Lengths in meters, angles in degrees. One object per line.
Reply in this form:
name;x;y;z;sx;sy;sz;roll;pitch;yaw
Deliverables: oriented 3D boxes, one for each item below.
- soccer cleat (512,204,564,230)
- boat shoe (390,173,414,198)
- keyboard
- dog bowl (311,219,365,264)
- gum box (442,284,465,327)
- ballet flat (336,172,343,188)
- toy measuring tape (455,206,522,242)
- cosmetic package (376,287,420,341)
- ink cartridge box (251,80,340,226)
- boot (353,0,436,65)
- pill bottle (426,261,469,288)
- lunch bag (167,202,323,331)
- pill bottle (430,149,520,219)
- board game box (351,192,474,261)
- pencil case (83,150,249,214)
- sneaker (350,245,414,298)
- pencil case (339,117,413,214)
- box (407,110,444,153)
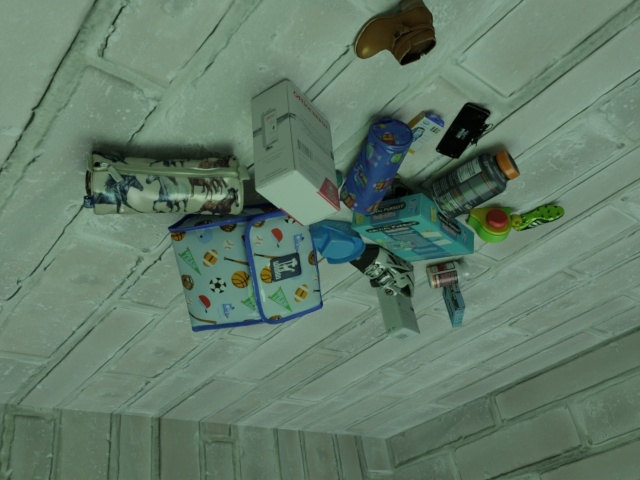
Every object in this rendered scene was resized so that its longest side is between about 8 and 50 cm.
soccer cleat;0.754;-0.076;2.114;0.178;0.060;0.072;-18;156;24
boat shoe;0.248;-0.146;1.869;0.056;0.049;0.152;-26;144;22
keyboard;0.405;-0.304;1.702;0.100;0.038;0.192;22;141;-6
dog bowl;0.000;0.000;2.002;0.297;0.074;0.166;5;144;-21
gum box;0.529;0.237;2.428;0.041;0.157;0.184;-12;146;1
ballet flat;-0.029;-0.157;1.770;0.188;0.070;0.070;-2;146;-6
toy measuring tape;0.520;-0.043;2.042;0.330;0.121;0.121;-6;147;-7
cosmetic package;0.293;0.259;2.328;0.085;0.231;0.117;-32;142;30
ink cartridge box;-0.060;-0.209;1.479;0.117;0.283;0.207;-22;145;24
boot;0.158;-0.427;1.325;0.073;0.152;0.197;22;135;-40
pill bottle;0.484;0.128;2.315;0.152;0.086;0.086;-12;147;4
lunch bag;-0.200;0.067;1.743;0.385;0.239;0.328;-6;106;8
pill bottle;0.463;-0.172;1.814;0.245;0.130;0.130;-30;142;28
board game box;0.302;-0.032;1.960;0.253;0.079;0.336;-10;153;39
pencil case;-0.397;-0.148;1.588;0.410;0.160;0.183;-1;167;-14
sneaker;0.234;0.122;2.190;0.330;0.146;0.122;22;137;-37
pencil case;0.149;-0.203;1.684;0.119;0.133;0.306;-12;150;-26
box;0.271;-0.298;1.668;0.081;0.028;0.136;20;134;-37
